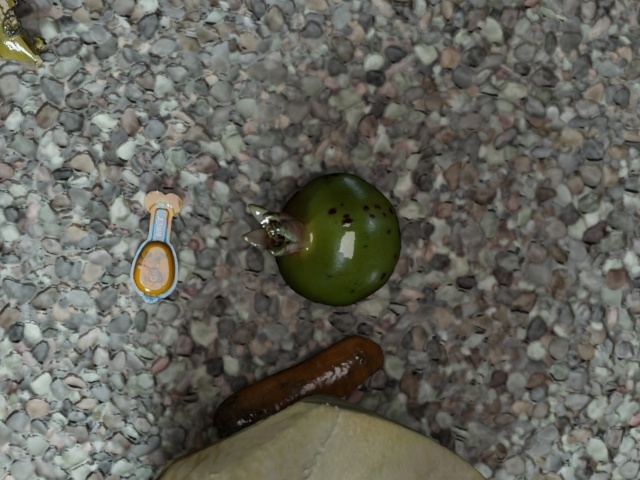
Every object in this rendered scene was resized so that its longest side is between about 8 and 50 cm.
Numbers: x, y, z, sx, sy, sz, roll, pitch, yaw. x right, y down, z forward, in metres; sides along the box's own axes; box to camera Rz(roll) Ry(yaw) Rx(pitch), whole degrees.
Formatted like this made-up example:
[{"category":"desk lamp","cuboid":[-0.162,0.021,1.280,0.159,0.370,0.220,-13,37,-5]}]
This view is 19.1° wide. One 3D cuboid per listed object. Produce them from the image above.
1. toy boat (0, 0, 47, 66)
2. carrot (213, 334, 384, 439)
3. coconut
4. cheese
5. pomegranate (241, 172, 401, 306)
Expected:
[{"category":"toy boat","cuboid":[-0.302,-0.232,1.802,0.049,0.047,0.149,-24,99,-6]},{"category":"carrot","cuboid":[-0.020,0.151,1.886,0.186,0.060,0.060,-27,100,-10]},{"category":"coconut","cuboid":[-0.021,0.321,1.750,0.415,0.415,0.344,-35,132,-4]},{"category":"cheese","cuboid":[-0.160,0.007,1.867,0.047,0.017,0.111,6,95,-12]},{"category":"pomegranate","cuboid":[-0.002,0.005,1.831,0.159,0.129,0.129,-16,99,-26]}]
